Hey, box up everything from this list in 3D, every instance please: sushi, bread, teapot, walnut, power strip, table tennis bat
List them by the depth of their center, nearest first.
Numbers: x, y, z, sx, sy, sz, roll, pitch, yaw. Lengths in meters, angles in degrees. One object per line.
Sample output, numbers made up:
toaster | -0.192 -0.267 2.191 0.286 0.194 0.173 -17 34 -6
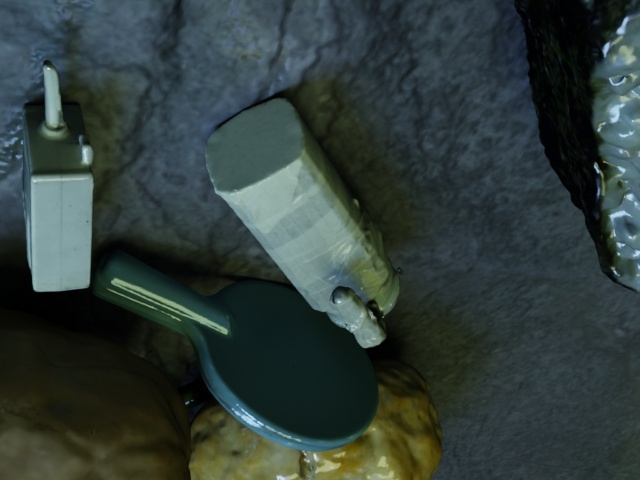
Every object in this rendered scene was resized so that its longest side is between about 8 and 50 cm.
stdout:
power strip | -0.172 -0.043 0.730 0.042 0.075 0.175 -4 136 -17
sushi | 0.240 -0.112 0.731 0.211 0.171 0.350 -24 138 10
teapot | 0.000 0.000 0.814 0.077 0.107 0.200 -29 138 8
walnut | -0.249 0.187 0.815 0.285 0.285 0.296 16 150 -33
table tennis bat | -0.061 0.074 0.860 0.244 0.153 0.040 27 128 -14
bread | 0.002 0.201 0.967 0.244 0.134 0.244 -13 131 -16

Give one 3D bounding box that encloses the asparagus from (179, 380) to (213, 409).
asparagus | -0.104 0.137 0.988 0.248 0.024 0.025 -25 145 6
